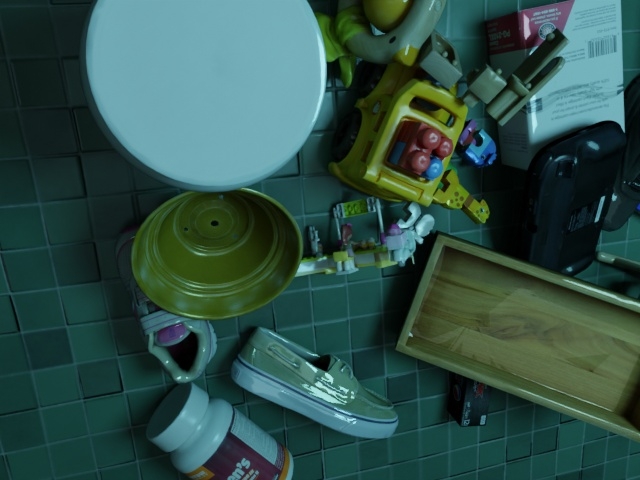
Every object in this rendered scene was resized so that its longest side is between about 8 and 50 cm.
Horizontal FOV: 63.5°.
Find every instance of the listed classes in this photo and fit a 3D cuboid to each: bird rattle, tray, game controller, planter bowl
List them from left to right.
[{"bbox_3d":[-0.138,-0.001,0.691,0.217,0.090,0.217,-9,129,-11],"label":"planter bowl"},{"bbox_3d":[0.081,-0.326,0.674,0.143,0.206,0.254,14,106,-51],"label":"bird rattle"},{"bbox_3d":[0.349,0.147,0.830,0.410,0.076,0.203,20,101,8],"label":"tray"},{"bbox_3d":[0.399,-0.039,0.843,0.166,0.067,0.319,-29,136,-16],"label":"game controller"}]

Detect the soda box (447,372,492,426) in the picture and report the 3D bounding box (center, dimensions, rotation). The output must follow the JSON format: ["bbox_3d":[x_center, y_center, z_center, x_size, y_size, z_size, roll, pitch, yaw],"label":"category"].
[{"bbox_3d":[0.276,0.248,0.939,0.053,0.060,0.169,2,104,-12],"label":"soda box"}]

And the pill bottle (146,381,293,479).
[{"bbox_3d":[-0.156,0.327,0.814,0.121,0.121,0.221,-45,110,0],"label":"pill bottle"}]

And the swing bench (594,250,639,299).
[{"bbox_3d":[0.615,0.179,0.956,0.254,0.165,0.254,13,100,-18],"label":"swing bench"}]

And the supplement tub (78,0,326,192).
[{"bbox_3d":[-0.129,-0.182,0.580,0.235,0.325,0.236,-4,105,-14],"label":"supplement tub"}]

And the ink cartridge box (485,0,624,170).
[{"bbox_3d":[0.371,-0.245,0.814,0.171,0.100,0.238,-15,107,-9],"label":"ink cartridge box"}]

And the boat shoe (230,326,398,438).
[{"bbox_3d":[0.006,0.235,0.842,0.302,0.109,0.094,25,95,-16],"label":"boat shoe"}]

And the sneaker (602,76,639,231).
[{"bbox_3d":[0.549,-0.147,0.873,0.108,0.130,0.287,15,101,-20],"label":"sneaker"}]

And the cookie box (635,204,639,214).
[{"bbox_3d":[0.622,-0.086,0.954,0.107,0.040,0.092,23,98,-19],"label":"cookie box"}]

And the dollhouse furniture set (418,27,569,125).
[{"bbox_3d":[0.225,-0.249,0.668,0.151,0.144,0.123,34,124,-14],"label":"dollhouse furniture set"}]

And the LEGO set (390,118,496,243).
[{"bbox_3d":[0.218,-0.078,0.791,0.093,0.087,0.227,41,77,-14],"label":"LEGO set"}]

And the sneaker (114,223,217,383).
[{"bbox_3d":[-0.215,0.095,0.743,0.102,0.111,0.253,-25,109,-7],"label":"sneaker"}]

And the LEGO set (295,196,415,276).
[{"bbox_3d":[0.000,0.000,0.782,0.286,0.132,0.107,-9,90,17],"label":"LEGO set"}]

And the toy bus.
[{"bbox_3d":[0.127,-0.159,0.716,0.149,0.211,0.221,21,96,-17],"label":"toy bus"}]
